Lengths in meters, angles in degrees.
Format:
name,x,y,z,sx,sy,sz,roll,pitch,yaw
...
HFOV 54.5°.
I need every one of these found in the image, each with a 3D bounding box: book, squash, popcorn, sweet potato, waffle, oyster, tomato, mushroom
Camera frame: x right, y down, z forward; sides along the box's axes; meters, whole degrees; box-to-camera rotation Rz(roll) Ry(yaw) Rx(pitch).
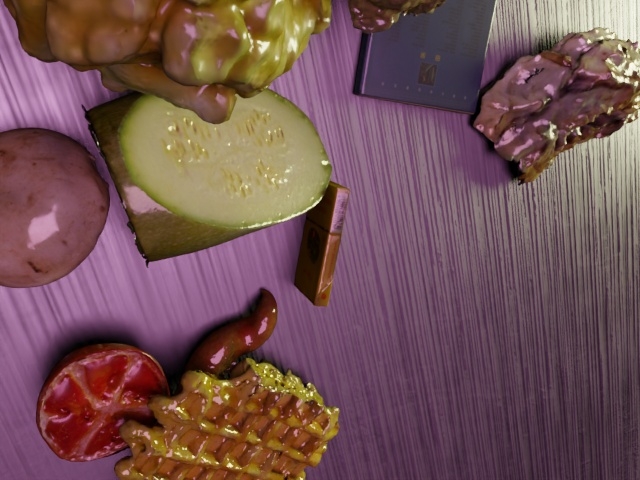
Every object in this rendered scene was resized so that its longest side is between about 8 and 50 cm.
name,x,y,z,sx,sy,sz,roll,pitch,yaw
book,0.152,-0.314,0.825,0.191,0.025,0.269,3,104,-25
squash,-0.100,-0.096,0.680,0.261,0.189,0.189,-20,113,-14
popcorn,-0.130,-0.258,0.567,0.279,0.335,0.274,2,121,5
sweet potato,-0.129,0.148,0.811,0.202,0.055,0.058,-44,160,-10
waffle,-0.112,0.274,0.821,0.307,0.060,0.311,-27,130,-21
oyster,0.398,-0.215,0.928,0.355,0.107,0.201,-30,119,-15
tomato,-0.265,0.182,0.746,0.156,0.069,0.155,-14,118,-28
mushroom,-0.294,-0.034,0.632,0.167,0.127,0.166,-2,77,9

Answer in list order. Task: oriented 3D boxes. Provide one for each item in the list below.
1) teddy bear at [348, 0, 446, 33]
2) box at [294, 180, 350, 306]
name,x,y,z,sx,sy,sz,roll,pitch,yaw
teddy bear,0.112,-0.335,0.644,0.256,0.156,0.267,-33,142,-26
box,0.000,0.000,0.810,0.023,0.087,0.155,5,103,-25
